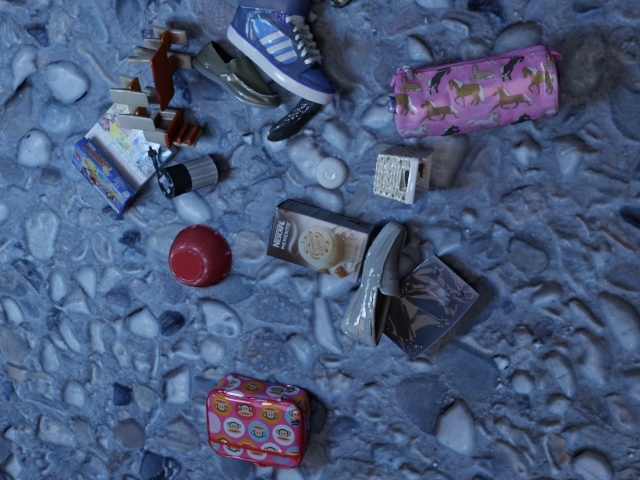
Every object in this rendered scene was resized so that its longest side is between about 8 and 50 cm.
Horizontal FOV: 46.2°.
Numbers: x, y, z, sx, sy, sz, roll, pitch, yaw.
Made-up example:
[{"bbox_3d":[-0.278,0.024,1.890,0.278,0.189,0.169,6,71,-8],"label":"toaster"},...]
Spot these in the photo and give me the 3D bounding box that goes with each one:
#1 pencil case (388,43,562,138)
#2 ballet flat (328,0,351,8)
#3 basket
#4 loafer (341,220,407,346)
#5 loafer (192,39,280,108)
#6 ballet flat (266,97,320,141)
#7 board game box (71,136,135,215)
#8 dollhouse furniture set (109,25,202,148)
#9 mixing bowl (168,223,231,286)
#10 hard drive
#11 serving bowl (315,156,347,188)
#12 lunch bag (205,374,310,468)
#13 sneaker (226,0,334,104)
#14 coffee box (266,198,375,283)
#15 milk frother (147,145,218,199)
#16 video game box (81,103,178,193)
[{"bbox_3d":[0.351,-0.336,1.705,0.385,0.167,0.160,-6,71,16],"label":"pencil case"},{"bbox_3d":[0.087,-0.614,1.743,0.070,0.070,0.188,42,111,0],"label":"ballet flat"},{"bbox_3d":[0.198,-0.162,1.792,0.103,0.167,0.113,12,108,18],"label":"basket"},{"bbox_3d":[0.157,0.110,1.878,0.111,0.112,0.320,22,97,32],"label":"loafer"},{"bbox_3d":[-0.202,-0.411,1.863,0.251,0.094,0.087,32,115,5],"label":"loafer"},{"bbox_3d":[-0.068,-0.307,1.890,0.173,0.057,0.049,-35,54,20],"label":"ballet flat"},{"bbox_3d":[-0.588,-0.170,2.027,0.201,0.035,0.136,49,152,-3],"label":"board game box"},{"bbox_3d":[-0.381,-0.358,1.858,0.135,0.262,0.259,10,140,10],"label":"dollhouse furniture set"},{"bbox_3d":[-0.341,0.056,2.034,0.181,0.098,0.182,4,107,13],"label":"mixing bowl"},{"bbox_3d":[0.266,0.166,1.924,0.172,0.054,0.255,41,112,1],"label":"hard drive"},{"bbox_3d":[0.025,-0.170,1.907,0.083,0.027,0.083,4,106,14],"label":"serving bowl"},{"bbox_3d":[-0.174,0.526,2.120,0.293,0.120,0.258,6,111,15],"label":"lunch bag"},{"bbox_3d":[-0.053,-0.502,1.775,0.322,0.130,0.236,39,115,8],"label":"sneaker"},{"bbox_3d":[0.000,0.000,1.924,0.246,0.098,0.141,16,109,10],"label":"coffee box"},{"bbox_3d":[-0.363,-0.192,1.949,0.129,0.134,0.143,-2,107,54],"label":"milk frother"},{"bbox_3d":[-0.516,-0.254,2.019,0.187,0.048,0.205,-40,93,23],"label":"video game box"}]
